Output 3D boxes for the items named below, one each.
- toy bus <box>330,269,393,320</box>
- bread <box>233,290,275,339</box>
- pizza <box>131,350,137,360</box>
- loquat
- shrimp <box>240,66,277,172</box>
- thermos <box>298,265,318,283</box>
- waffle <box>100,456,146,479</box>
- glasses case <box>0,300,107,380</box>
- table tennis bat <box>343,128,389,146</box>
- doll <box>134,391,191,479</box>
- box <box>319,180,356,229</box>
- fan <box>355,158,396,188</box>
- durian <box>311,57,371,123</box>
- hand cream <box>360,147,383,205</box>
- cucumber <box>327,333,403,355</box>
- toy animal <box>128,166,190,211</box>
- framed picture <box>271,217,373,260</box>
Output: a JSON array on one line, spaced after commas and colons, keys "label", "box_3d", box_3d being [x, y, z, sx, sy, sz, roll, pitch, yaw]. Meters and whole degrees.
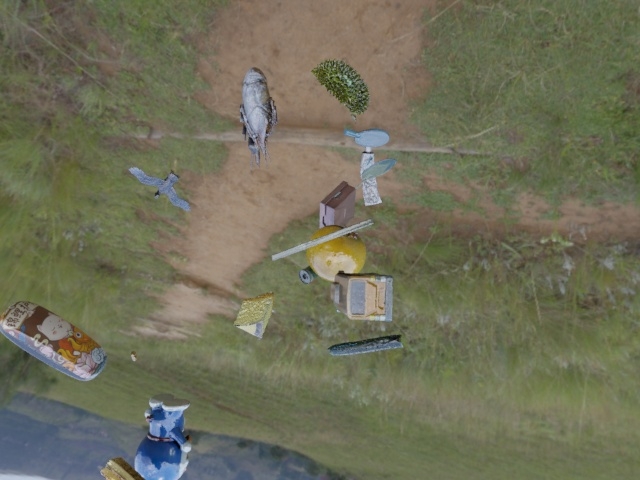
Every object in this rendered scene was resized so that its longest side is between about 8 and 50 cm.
[{"label": "toy bus", "box_3d": [0.080, 0.109, 0.851, 0.103, 0.091, 0.182, 2, 177, -7]}, {"label": "bread", "box_3d": [-0.225, 0.256, 1.517, 0.127, 0.147, 0.152, 26, 139, -8]}, {"label": "pizza", "box_3d": [-0.691, 0.429, 1.561, 0.016, 0.037, 0.083, -10, 164, -20]}, {"label": "loquat", "box_3d": [0.077, 0.055, 1.900, 0.274, 0.275, 0.275, 17, 158, 7]}, {"label": "shrimp", "box_3d": [-0.205, -0.394, 1.385, 0.116, 0.343, 0.145, -3, 179, -16]}, {"label": "thermos", "box_3d": [-0.019, 0.137, 2.052, 0.073, 0.187, 0.083, 43, 132, 17]}, {"label": "waffle", "box_3d": [-0.479, 0.611, 1.060, 0.148, 0.042, 0.102, 37, 154, 7]}, {"label": "glasses case", "box_3d": [-0.798, 0.304, 1.268, 0.082, 0.122, 0.321, -39, 111, 20]}, {"label": "table tennis bat", "box_3d": [0.143, -0.321, 1.303, 0.155, 0.019, 0.100, 5, 164, -25]}, {"label": "doll", "box_3d": [-0.472, 0.605, 1.285, 0.215, 0.257, 0.161, 4, 172, 41]}, {"label": "box", "box_3d": [0.089, -0.154, 2.118, 0.086, 0.215, 0.215, 28, 142, 23]}, {"label": "fan", "box_3d": [0.162, -0.207, 1.312, 0.113, 0.005, 0.175, -9, 160, -39]}, {"label": "durian", "box_3d": [0.086, -0.503, 1.355, 0.220, 0.137, 0.095, 45, 174, -16]}, {"label": "hand cream", "box_3d": [0.207, -0.278, 1.776, 0.084, 0.257, 0.050, -11, -168, -16]}, {"label": "cucumber", "box_3d": [0.138, 0.338, 1.349, 0.256, 0.043, 0.044, -14, 160, 21]}, {"label": "toy animal", "box_3d": [-0.482, -0.170, 1.309, 0.220, 0.108, 0.062, 42, -173, -28]}, {"label": "framed picture", "box_3d": [0.000, 0.000, 1.345, 0.324, 0.020, 0.240, -21, 180, -5]}]
